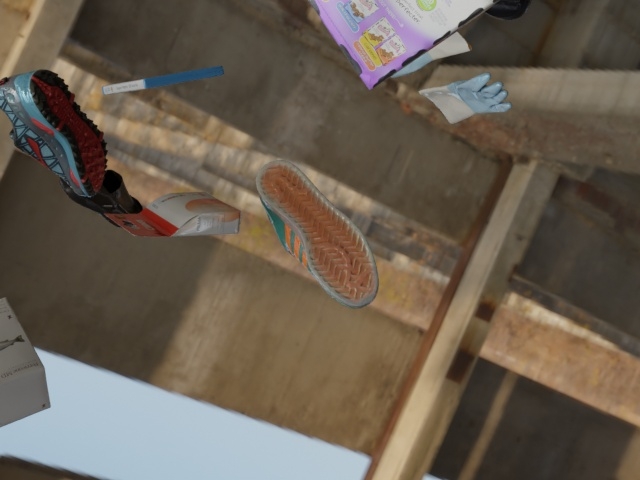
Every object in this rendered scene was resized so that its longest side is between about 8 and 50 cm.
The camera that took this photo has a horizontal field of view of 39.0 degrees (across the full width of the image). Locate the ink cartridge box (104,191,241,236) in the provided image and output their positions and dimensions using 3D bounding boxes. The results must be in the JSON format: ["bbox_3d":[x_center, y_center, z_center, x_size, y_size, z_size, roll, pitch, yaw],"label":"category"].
[{"bbox_3d":[-0.239,-0.045,1.456,0.179,0.045,0.145,0,-165,-33],"label":"ink cartridge box"}]

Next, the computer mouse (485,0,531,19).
[{"bbox_3d":[0.256,-0.402,1.097,0.184,0.060,0.262,11,127,42],"label":"computer mouse"}]

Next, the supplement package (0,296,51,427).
[{"bbox_3d":[-0.520,0.197,1.453,0.105,0.105,0.179,-20,-132,-29],"label":"supplement package"}]

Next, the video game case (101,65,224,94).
[{"bbox_3d":[-0.225,-0.226,1.277,0.119,0.015,0.166,-17,-166,-30],"label":"video game case"}]

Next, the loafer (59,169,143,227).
[{"bbox_3d":[-0.395,-0.087,1.707,0.080,0.078,0.220,55,-170,24],"label":"loafer"}]

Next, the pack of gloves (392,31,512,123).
[{"bbox_3d":[0.181,-0.249,1.402,0.195,0.046,0.232,43,168,-14],"label":"pack of gloves"}]

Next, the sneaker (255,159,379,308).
[{"bbox_3d":[0.000,0.000,1.529,0.302,0.108,0.121,54,170,22],"label":"sneaker"}]

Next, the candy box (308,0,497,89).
[{"bbox_3d":[0.092,-0.290,0.993,0.165,0.196,0.070,56,-158,-5],"label":"candy box"}]

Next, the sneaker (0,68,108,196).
[{"bbox_3d":[-0.448,-0.178,1.503,0.125,0.104,0.262,1,138,21],"label":"sneaker"}]
